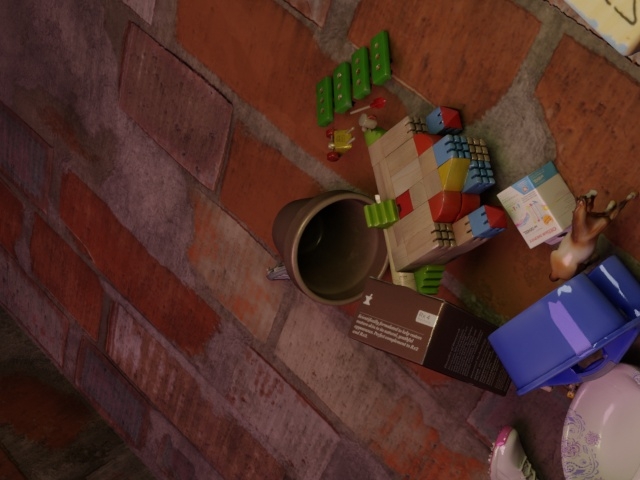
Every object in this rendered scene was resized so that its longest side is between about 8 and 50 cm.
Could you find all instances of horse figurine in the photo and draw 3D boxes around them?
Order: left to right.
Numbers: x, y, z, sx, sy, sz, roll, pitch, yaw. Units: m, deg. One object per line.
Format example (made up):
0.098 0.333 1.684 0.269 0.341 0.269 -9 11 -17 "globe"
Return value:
0.482 0.000 1.807 0.066 0.174 0.263 44 138 22 "horse figurine"

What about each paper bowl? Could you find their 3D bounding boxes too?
0.599 0.384 1.870 0.148 0.284 0.284 17 140 -16 "paper bowl"

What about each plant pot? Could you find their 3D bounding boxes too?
0.000 0.000 2.278 0.229 0.263 0.263 22 129 58 "plant pot"

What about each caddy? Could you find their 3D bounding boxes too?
0.485 0.180 1.863 0.179 0.241 0.341 58 141 13 "caddy"

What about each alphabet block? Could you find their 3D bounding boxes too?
0.506 -0.433 1.515 0.192 0.193 0.197 49 138 14 "alphabet block"

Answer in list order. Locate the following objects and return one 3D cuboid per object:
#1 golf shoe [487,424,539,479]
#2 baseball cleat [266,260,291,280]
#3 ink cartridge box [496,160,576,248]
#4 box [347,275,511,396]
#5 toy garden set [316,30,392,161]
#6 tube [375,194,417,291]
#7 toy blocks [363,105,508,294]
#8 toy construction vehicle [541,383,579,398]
0.457 0.548 2.219 0.140 0.115 0.306 10 126 31 "golf shoe"
-0.061 0.093 2.505 0.206 0.072 0.109 -23 102 53 "baseball cleat"
0.430 -0.061 1.892 0.143 0.090 0.092 58 140 4 "ink cartridge box"
0.248 0.203 2.017 0.191 0.381 0.143 17 83 40 "box"
0.082 -0.296 2.096 0.244 0.049 0.204 -31 54 49 "toy garden set"
0.181 0.007 2.212 0.062 0.070 0.240 29 131 59 "tube"
0.234 -0.115 1.970 0.261 0.190 0.382 -36 58 49 "toy blocks"
0.495 0.278 2.026 0.085 0.098 0.035 26 128 12 "toy construction vehicle"
